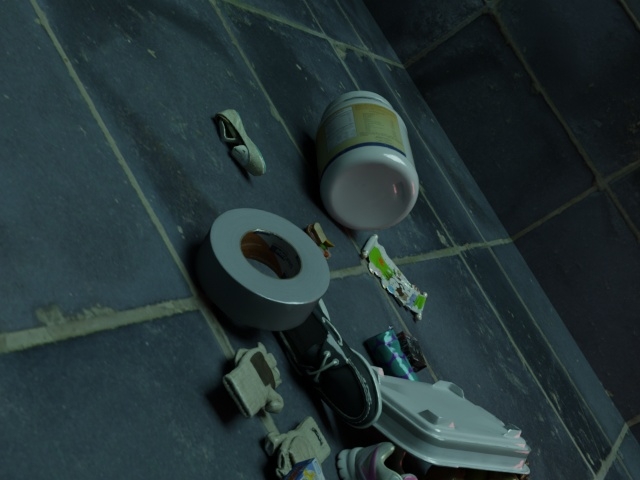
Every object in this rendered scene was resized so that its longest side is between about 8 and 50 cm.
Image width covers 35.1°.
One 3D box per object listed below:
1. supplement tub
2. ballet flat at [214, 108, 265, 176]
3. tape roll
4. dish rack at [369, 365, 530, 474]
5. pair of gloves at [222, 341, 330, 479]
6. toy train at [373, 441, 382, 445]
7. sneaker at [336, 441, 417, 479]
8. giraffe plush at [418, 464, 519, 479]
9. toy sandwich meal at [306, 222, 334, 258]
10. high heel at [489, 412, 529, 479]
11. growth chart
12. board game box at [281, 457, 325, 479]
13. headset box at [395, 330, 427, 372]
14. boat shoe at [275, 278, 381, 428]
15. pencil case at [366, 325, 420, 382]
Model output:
[{"bbox_3d":[0.104,-0.196,2.410,0.228,0.228,0.316,44,23,-30],"label":"supplement tub"},{"bbox_3d":[-0.169,-0.195,2.067,0.052,0.057,0.168,-11,61,-38],"label":"ballet flat"},{"bbox_3d":[-0.096,0.046,1.692,0.219,0.072,0.219,21,35,-16],"label":"tape roll"},{"bbox_3d":[0.213,0.317,1.837,0.333,0.072,0.286,18,9,-42],"label":"dish rack"},{"bbox_3d":[-0.072,0.276,1.565,0.240,0.042,0.204,59,15,-8],"label":"pair of gloves"},{"bbox_3d":[0.120,0.402,1.829,0.017,0.024,0.083,12,48,-62],"label":"toy train"},{"bbox_3d":[0.112,0.431,1.640,0.103,0.111,0.252,32,31,-48],"label":"sneaker"},{"bbox_3d":[0.234,0.467,1.848,0.171,0.181,0.210,29,67,-33],"label":"giraffe plush"},{"bbox_3d":[0.000,0.000,2.161,0.085,0.029,0.085,46,22,-25],"label":"toy sandwich meal"},{"bbox_3d":[0.380,0.524,2.201,0.261,0.093,0.186,58,39,-33],"label":"high heel"},{"bbox_3d":[0.178,0.090,2.443,0.237,0.021,0.172,50,22,-15],"label":"growth chart"},{"bbox_3d":[-0.004,0.428,1.436,0.201,0.035,0.136,67,23,-4],"label":"board game box"},{"bbox_3d":[0.195,0.242,2.231,0.062,0.032,0.083,33,32,-46],"label":"headset box"},{"bbox_3d":[-0.005,0.195,1.753,0.302,0.114,0.091,52,16,25],"label":"boat shoe"},{"bbox_3d":[0.156,0.255,2.075,0.070,0.064,0.151,-13,69,-42],"label":"pencil case"}]
